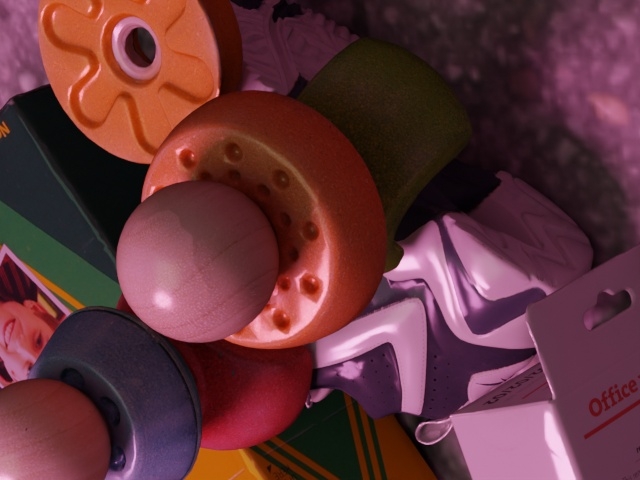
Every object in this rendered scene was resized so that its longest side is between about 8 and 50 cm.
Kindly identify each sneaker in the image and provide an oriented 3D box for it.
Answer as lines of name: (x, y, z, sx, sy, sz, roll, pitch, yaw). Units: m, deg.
sneaker: (0.000, 0.000, 0.912, 0.235, 0.094, 0.153, 36, 122, 13)

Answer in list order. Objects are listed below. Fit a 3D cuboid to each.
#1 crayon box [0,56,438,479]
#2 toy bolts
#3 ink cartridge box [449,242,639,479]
crayon box: (-0.127, 0.128, 1.085, 0.313, 0.106, 0.363, 56, 136, 9)
toy bolts: (-0.084, 0.006, 0.813, 0.218, 0.158, 0.228, 37, 127, 18)
ink cartridge box: (0.123, 0.101, 0.833, 0.061, 0.104, 0.181, -14, 98, 46)
